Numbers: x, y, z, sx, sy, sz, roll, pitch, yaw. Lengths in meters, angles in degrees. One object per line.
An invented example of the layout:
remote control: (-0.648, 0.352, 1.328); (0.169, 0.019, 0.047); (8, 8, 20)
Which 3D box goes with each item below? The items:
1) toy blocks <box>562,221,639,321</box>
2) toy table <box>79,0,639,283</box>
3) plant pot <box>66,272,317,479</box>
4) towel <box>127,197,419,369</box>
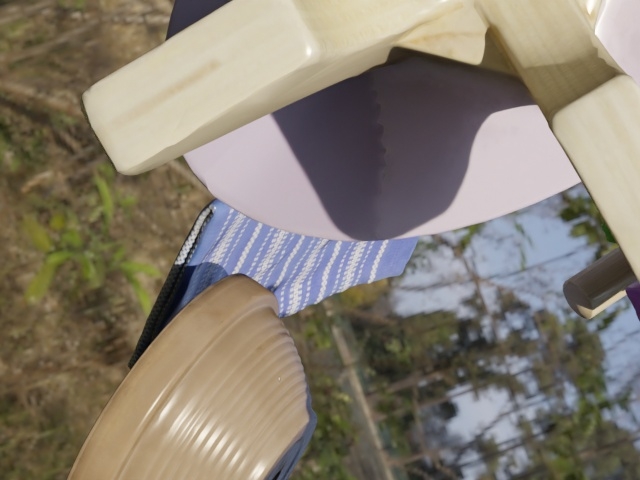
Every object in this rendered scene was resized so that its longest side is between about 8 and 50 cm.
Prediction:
toy blocks: (0.341, -0.090, 1.007); (0.288, 0.260, 0.309); (65, -18, -13)
toy table: (0.053, -0.094, 0.398); (0.252, 0.274, 0.161); (49, 12, 3)
plant pot: (-0.080, 0.152, 0.901); (0.110, 0.237, 0.237); (33, -16, 12)
towel: (0.000, 0.000, 1.058); (0.040, 0.336, 0.243); (50, -43, 19)
